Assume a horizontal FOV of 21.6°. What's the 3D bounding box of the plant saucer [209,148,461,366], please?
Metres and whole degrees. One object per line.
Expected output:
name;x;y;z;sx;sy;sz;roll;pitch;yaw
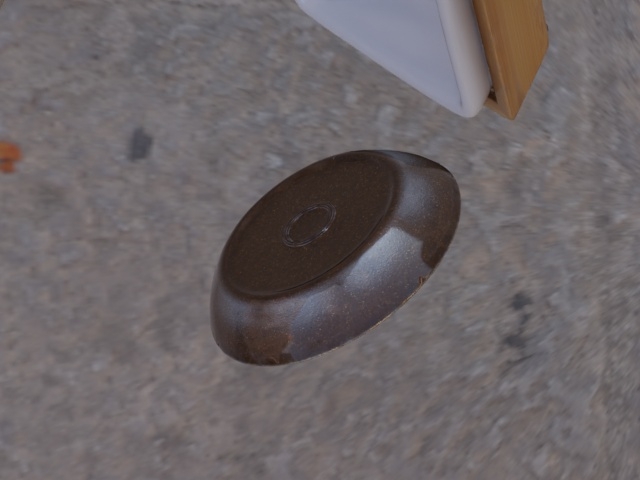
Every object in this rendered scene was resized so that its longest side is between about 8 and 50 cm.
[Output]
plant saucer;0.000;0.000;1.138;0.199;0.198;0.036;-29;121;13

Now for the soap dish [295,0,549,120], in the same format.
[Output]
soap dish;0.074;-0.260;1.501;0.118;0.229;0.291;-38;48;-16

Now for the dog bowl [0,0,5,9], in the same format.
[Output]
dog bowl;-0.226;-0.215;0.891;0.349;0.102;0.348;-14;73;54
